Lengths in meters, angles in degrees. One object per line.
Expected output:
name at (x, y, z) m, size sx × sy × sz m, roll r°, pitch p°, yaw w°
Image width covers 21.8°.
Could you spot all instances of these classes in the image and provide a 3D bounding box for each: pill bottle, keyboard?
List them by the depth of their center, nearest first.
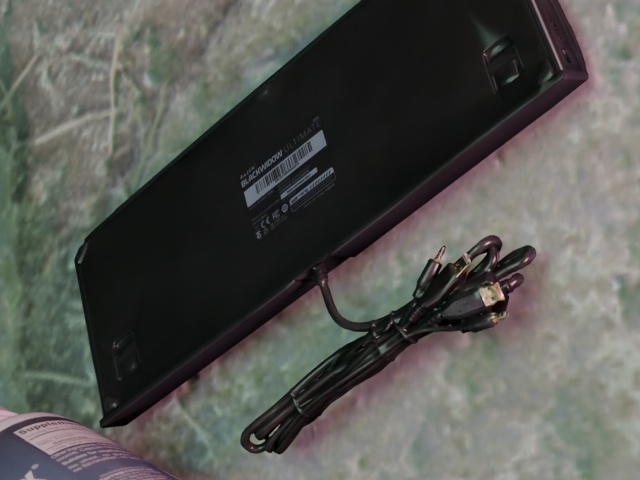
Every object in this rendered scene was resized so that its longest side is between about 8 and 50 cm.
keyboard at (0.000, 0.000, 0.803) m, size 0.317 × 0.033 × 0.201 m, roll -38°, pitch 50°, yaw 29°
pill bottle at (-0.131, 0.146, 0.825) m, size 0.180 × 0.108 × 0.108 m, roll 20°, pitch 92°, yaw 43°
